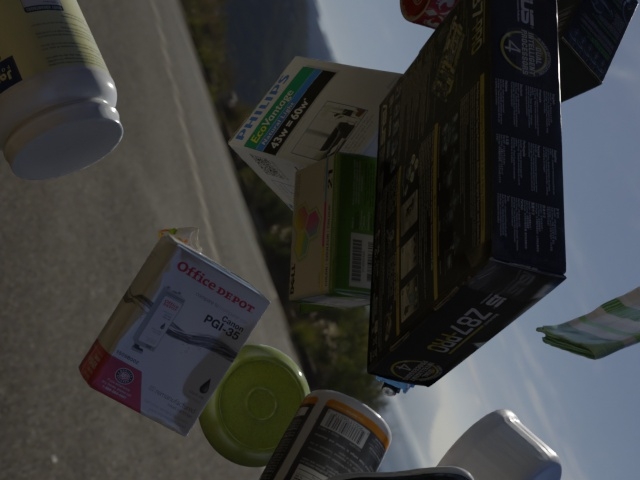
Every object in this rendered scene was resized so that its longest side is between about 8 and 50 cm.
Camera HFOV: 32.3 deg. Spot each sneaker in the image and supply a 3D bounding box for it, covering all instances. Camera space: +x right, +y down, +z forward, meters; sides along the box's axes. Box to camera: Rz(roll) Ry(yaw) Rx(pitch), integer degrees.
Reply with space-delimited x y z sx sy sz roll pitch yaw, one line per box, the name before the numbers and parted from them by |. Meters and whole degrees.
sneaker | 0.081 0.402 1.566 0.147 0.296 0.104 -83 161 -74

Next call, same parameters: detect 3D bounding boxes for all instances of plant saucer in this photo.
plant saucer | -0.121 0.320 2.156 0.037 0.241 0.240 -23 -93 63

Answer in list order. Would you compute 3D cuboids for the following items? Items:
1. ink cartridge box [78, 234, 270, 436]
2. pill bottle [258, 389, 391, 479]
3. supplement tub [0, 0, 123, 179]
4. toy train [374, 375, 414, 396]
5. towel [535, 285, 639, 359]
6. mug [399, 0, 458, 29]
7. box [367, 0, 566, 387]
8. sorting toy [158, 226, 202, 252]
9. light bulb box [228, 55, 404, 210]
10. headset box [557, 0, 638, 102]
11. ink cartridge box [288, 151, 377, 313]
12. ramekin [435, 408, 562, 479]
ink cartridge box | -0.253 0.161 1.916 0.207 0.283 0.117 33 -2 -21
pill bottle | -0.012 0.390 1.759 0.278 0.162 0.162 -59 149 -27
supplement tub | -0.493 -0.292 1.903 0.324 0.236 0.235 64 0 15
toy train | 0.158 0.191 1.975 0.184 0.080 0.105 -59 165 -32
towel | 0.546 0.112 1.837 0.248 0.325 0.038 -167 -122 -79
mug | 0.203 -0.357 1.644 0.150 0.169 0.113 46 -56 55
box | 0.156 -0.072 1.262 0.318 0.097 0.394 125 -26 -56
sorting toy | -0.262 0.006 2.073 0.045 0.075 0.083 81 -3 -72
light bulb box | 0.089 -0.128 2.030 0.361 0.225 0.358 21 -19 50
headset box | 0.471 -0.392 2.223 0.131 0.246 0.283 44 53 -19
ink cartridge box | 0.000 0.000 1.534 0.255 0.097 0.188 -17 -112 59
ramekin | 0.306 0.450 1.968 0.135 0.277 0.277 36 -17 31
